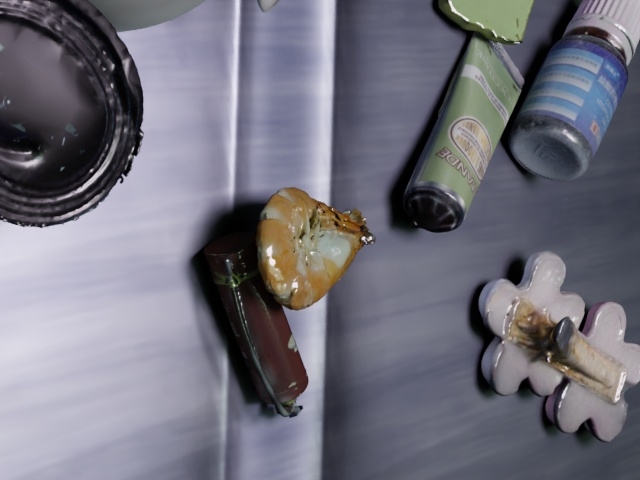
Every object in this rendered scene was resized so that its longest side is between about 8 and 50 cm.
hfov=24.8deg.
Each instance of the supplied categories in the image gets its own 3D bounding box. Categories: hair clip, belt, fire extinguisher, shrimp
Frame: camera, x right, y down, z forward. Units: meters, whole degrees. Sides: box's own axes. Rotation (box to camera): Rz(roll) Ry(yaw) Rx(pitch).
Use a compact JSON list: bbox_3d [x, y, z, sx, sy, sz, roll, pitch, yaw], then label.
[{"bbox_3d":[0.238,0.104,1.392,0.257,0.075,0.146,35,67,-48],"label":"hair clip"},{"bbox_3d":[-0.201,-0.091,0.893,0.198,0.078,0.151,45,69,-48],"label":"belt"},{"bbox_3d":[-0.043,0.072,1.101,0.064,0.043,0.158,-74,146,-68],"label":"fire extinguisher"},{"bbox_3d":[0.000,0.000,1.122,0.184,0.043,0.091,-17,95,-64],"label":"shrimp"}]

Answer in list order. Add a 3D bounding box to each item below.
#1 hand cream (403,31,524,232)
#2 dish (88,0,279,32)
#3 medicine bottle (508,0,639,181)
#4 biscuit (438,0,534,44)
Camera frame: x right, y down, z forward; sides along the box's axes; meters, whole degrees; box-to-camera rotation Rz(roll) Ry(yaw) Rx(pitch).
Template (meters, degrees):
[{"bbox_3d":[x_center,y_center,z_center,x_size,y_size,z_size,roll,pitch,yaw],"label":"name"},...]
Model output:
[{"bbox_3d":[0.131,-0.097,1.290,0.086,0.055,0.235,55,46,-32],"label":"hand cream"},{"bbox_3d":[-0.108,-0.222,0.941,0.246,0.078,0.224,18,99,-27],"label":"dish"},{"bbox_3d":[0.250,-0.155,1.394,0.083,0.083,0.203,50,54,-35],"label":"medicine bottle"},{"bbox_3d":[0.184,-0.339,1.321,0.099,0.038,0.322,20,82,-26],"label":"biscuit"}]
